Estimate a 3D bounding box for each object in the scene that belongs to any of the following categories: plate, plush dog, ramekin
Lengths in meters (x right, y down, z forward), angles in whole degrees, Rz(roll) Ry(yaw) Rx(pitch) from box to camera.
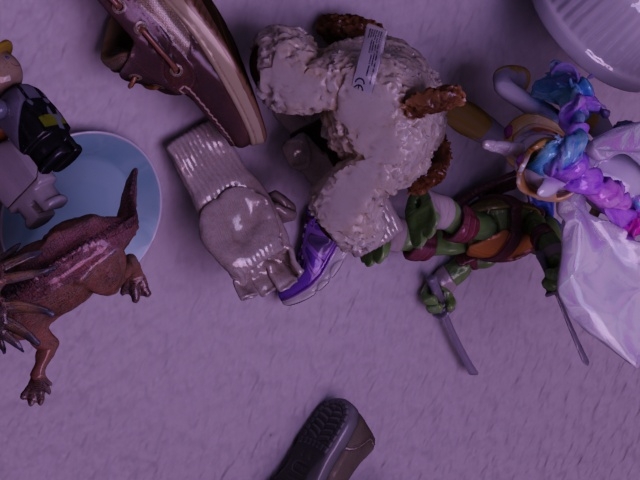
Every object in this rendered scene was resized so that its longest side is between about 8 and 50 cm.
[{"bbox_3d":[-0.256,-0.030,1.865,0.188,0.024,0.188,-14,117,-29],"label":"plate"},{"bbox_3d":[0.069,-0.147,1.888,0.210,0.225,0.262,-22,100,19],"label":"plush dog"},{"bbox_3d":[0.352,-0.284,2.024,0.207,0.207,0.109,10,141,-36],"label":"ramekin"}]

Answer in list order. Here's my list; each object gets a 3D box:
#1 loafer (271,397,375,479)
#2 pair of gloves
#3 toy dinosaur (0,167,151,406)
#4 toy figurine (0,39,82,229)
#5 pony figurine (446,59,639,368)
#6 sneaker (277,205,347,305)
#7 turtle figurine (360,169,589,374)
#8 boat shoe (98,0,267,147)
[{"bbox_3d":[-0.012,0.315,2.128,0.087,0.094,0.251,35,89,-34],"label":"loafer"},{"bbox_3d":[-0.034,-0.058,1.931,0.240,0.042,0.204,-22,90,-27],"label":"pair of gloves"},{"bbox_3d":[-0.257,0.031,1.702,0.296,0.127,0.200,-42,166,-19],"label":"toy dinosaur"},{"bbox_3d":[-0.348,-0.071,1.673,0.209,0.148,0.213,-36,170,-21],"label":"toy figurine"},{"bbox_3d":[0.311,-0.064,1.937,0.351,0.363,0.303,27,103,-10],"label":"pony figurine"},{"bbox_3d":[0.000,0.000,2.032,0.071,0.068,0.170,35,96,-6],"label":"sneaker"},{"bbox_3d":[0.189,0.045,2.079,0.266,0.198,0.274,13,99,-35],"label":"turtle figurine"},{"bbox_3d":[-0.170,-0.214,1.797,0.123,0.123,0.342,-28,130,7],"label":"boat shoe"}]
